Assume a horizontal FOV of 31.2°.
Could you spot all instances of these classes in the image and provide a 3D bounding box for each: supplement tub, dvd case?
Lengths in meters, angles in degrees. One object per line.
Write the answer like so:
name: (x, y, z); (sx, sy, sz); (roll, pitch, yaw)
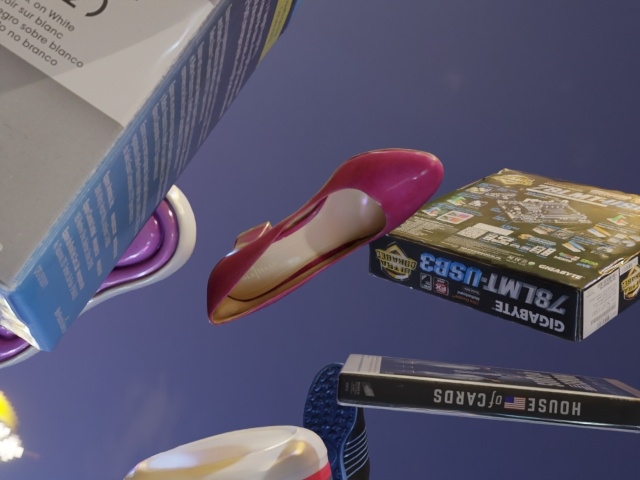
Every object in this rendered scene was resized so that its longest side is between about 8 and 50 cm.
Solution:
supplement tub: (-0.063, 0.319, 1.034); (0.191, 0.191, 0.272); (-12, -90, 63)
dvd case: (0.136, 0.121, 0.918); (0.179, 0.239, 0.029); (25, 70, -86)

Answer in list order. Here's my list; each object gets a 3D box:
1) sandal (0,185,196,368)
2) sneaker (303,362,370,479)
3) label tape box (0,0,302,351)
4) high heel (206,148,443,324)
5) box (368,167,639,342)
sandal: (-0.342, 0.034, 1.378); (0.416, 0.102, 0.169); (-28, -97, 21)
sneaker: (0.027, 0.281, 1.601); (0.090, 0.081, 0.232); (-6, 101, -68)
label tape box: (-0.105, -0.117, 0.656); (0.347, 0.115, 0.249); (-58, -179, -15)
high heel: (0.000, 0.000, 1.030); (0.244, 0.082, 0.117); (-20, -152, 25)
box: (0.260, 0.003, 1.374); (0.295, 0.293, 0.073); (17, -62, 39)
